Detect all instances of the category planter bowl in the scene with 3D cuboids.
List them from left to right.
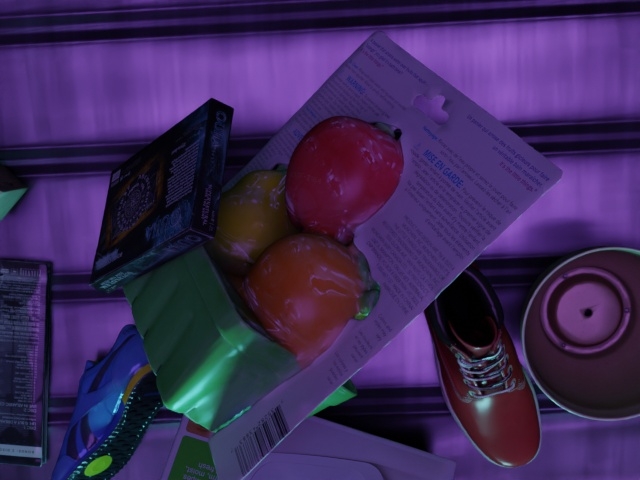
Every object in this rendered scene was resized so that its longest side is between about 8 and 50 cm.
[{"bbox_3d":[0.267,0.079,0.860,0.162,0.109,0.162,0,97,3],"label":"planter bowl"}]

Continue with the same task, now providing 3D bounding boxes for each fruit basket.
[{"bbox_3d":[0.000,0.000,0.790,0.353,0.327,0.165,-41,128,3],"label":"fruit basket"}]

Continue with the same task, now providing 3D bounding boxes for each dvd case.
[{"bbox_3d":[-0.370,0.126,0.947,0.164,0.018,0.221,4,97,2],"label":"dvd case"}]

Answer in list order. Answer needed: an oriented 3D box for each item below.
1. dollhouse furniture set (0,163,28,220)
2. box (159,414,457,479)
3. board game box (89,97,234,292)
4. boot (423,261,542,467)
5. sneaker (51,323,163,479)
[{"bbox_3d":[-0.507,-0.026,0.833,0.286,0.198,0.303,41,97,2],"label":"dollhouse furniture set"},{"bbox_3d":[-0.032,0.289,0.851,0.262,0.127,0.231,18,68,3],"label":"box"},{"bbox_3d":[-0.145,-0.035,0.797,0.026,0.186,0.126,22,61,-33],"label":"board game box"},{"bbox_3d":[0.154,0.125,0.840,0.088,0.176,0.244,-22,97,4],"label":"boot"},{"bbox_3d":[-0.227,0.180,0.932,0.082,0.069,0.209,44,109,30],"label":"sneaker"}]
